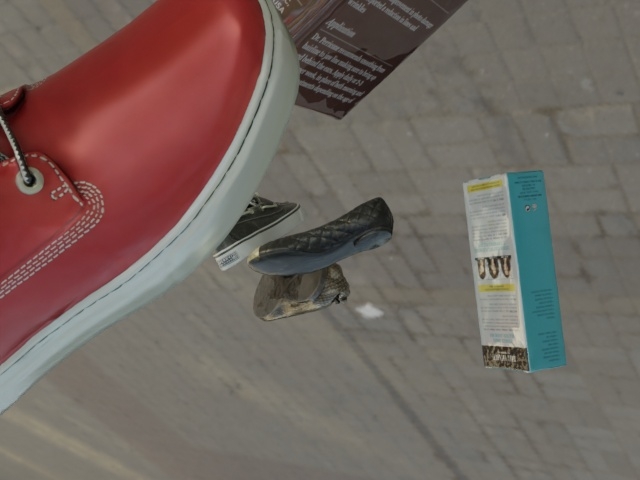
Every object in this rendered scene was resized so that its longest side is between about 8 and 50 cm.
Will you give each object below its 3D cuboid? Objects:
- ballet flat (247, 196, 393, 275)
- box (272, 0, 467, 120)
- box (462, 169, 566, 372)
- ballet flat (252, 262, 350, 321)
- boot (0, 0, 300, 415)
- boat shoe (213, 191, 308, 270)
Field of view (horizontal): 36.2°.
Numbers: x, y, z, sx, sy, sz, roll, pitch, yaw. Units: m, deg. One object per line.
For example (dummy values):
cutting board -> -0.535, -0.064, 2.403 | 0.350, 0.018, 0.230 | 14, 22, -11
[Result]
ballet flat -> 0.000, 0.000, 1.092 | 0.173, 0.049, 0.057 | -17, 146, 11
box -> 0.077, -0.275, 0.753 | 0.143, 0.381, 0.191 | 55, -162, 15
box -> 0.243, 0.039, 1.231 | 0.060, 0.244, 0.100 | -6, 179, -25
ballet flat -> -0.026, 0.065, 1.270 | 0.058, 0.084, 0.250 | 17, 165, -22
boot -> -0.134, -0.023, 0.340 | 0.176, 0.244, 0.088 | 29, -157, -54
boat shoe -> -0.081, -0.028, 1.272 | 0.077, 0.219, 0.070 | -28, 93, 24
